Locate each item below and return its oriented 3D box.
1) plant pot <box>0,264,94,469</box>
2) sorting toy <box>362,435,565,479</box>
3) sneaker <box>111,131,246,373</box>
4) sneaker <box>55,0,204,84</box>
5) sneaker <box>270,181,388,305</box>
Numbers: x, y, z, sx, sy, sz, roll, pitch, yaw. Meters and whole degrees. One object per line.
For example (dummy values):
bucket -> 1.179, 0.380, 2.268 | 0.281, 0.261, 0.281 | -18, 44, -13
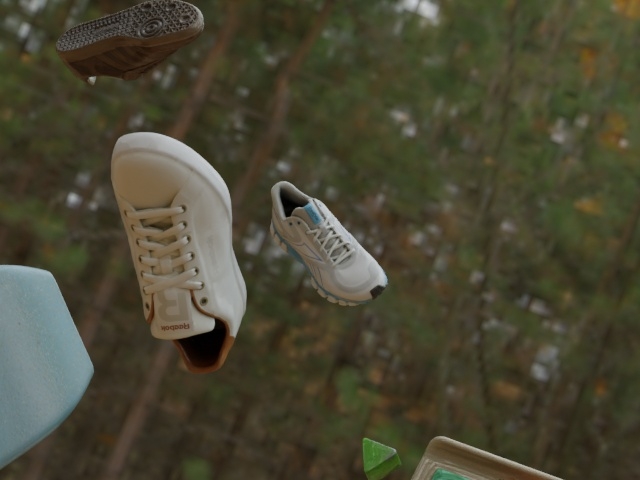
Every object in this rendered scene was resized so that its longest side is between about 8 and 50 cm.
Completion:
plant pot -> -0.433, 0.155, 2.224 | 0.252, 0.248, 0.247 | -27, 5, -37
sorting toy -> 0.147, 0.292, 1.708 | 0.347, 0.196, 0.047 | 18, -25, 22
sneaker -> -0.137, 0.021, 1.802 | 0.106, 0.123, 0.290 | -6, -44, 16
sneaker -> -0.205, -0.221, 2.042 | 0.188, 0.066, 0.071 | -6, -40, 26
sneaker -> 0.000, 0.000, 2.017 | 0.190, 0.071, 0.083 | 39, -23, 36
